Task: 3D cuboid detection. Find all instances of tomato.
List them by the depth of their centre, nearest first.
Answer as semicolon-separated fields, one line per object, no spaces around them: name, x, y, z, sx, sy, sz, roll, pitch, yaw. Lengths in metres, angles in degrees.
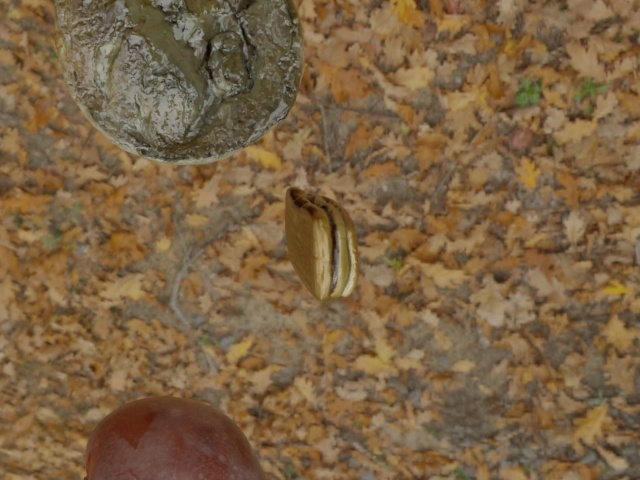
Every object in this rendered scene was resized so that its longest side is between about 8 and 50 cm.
tomato;-0.175;0.327;1.009;0.227;0.270;0.270;-6;139;-13

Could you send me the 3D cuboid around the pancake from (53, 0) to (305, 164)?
pancake;-0.209;-0.300;1.232;0.387;0.387;0.082;23;179;-13

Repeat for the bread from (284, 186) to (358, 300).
bread;0.000;0.000;1.057;0.077;0.200;0.116;0;104;-13
